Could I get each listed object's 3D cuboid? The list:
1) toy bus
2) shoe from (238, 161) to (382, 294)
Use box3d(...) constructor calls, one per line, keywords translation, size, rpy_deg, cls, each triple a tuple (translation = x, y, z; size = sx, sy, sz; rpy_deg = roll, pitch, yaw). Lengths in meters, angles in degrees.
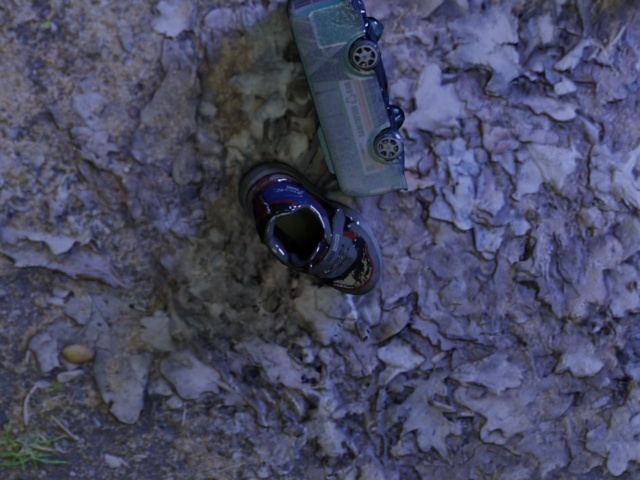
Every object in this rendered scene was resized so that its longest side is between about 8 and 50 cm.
box3d(translation=(0.038, -0.176, 1.562), size=(0.109, 0.091, 0.262), rpy_deg=(-14, 117, 6), cls="toy bus")
box3d(translation=(-0.001, 0.000, 1.616), size=(0.227, 0.125, 0.099), rpy_deg=(39, 100, -24), cls="shoe")
